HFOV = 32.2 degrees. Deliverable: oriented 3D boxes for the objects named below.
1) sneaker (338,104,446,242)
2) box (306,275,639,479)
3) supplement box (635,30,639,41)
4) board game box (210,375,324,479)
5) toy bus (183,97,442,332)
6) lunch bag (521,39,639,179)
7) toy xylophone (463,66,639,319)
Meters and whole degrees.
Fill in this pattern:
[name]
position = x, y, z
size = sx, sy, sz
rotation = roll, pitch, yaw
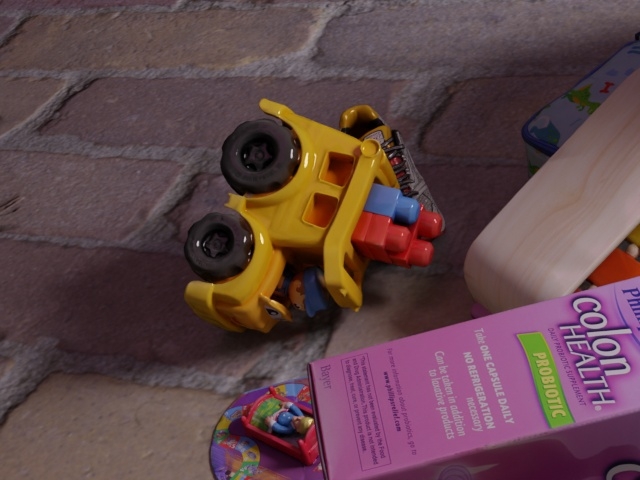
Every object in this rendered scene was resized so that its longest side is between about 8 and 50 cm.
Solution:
[sneaker]
position = 0.063, -0.066, 1.187
size = 0.088, 0.092, 0.225
rotation = -21, 39, -7
[box]
position = 0.137, 0.165, 0.769
size = 0.243, 0.213, 0.117
rotation = -15, 37, 2
[supplement box]
position = 0.418, -0.215, 1.260
size = 0.083, 0.056, 0.083
rotation = -29, 38, -15
[board game box]
position = -0.022, 0.160, 0.989
size = 0.169, 0.033, 0.133
rotation = -14, 38, 4
[toy bus]
position = 0.000, 0.000, 1.073
size = 0.211, 0.149, 0.220
rotation = 18, 77, 18
[lunch bag]
position = 0.335, -0.113, 1.144
size = 0.219, 0.090, 0.176
rotation = -34, 43, -18
[toy xylophone]
position = 0.272, -0.015, 0.965
size = 0.323, 0.081, 0.236
rotation = -41, 43, 5
